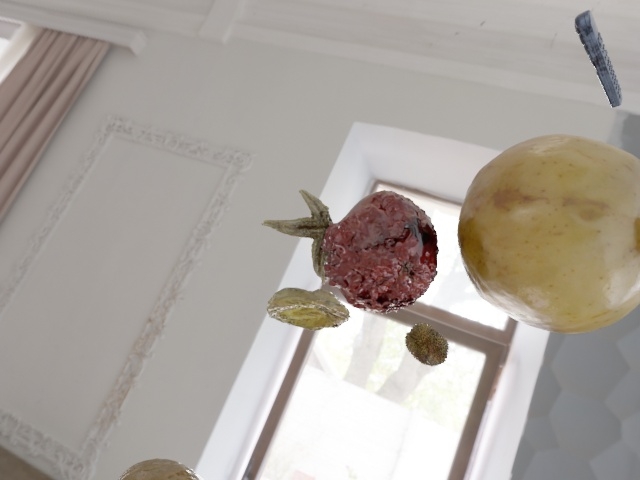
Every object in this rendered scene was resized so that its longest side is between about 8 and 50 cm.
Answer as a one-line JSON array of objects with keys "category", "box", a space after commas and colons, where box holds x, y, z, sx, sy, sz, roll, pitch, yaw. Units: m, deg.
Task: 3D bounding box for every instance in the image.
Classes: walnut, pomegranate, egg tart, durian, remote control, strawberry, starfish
[{"category": "walnut", "box": [-0.338, 0.579, 1.062, 0.228, 0.228, 0.228, 22, -16, 7]}, {"category": "pomegranate", "box": [0.468, -0.014, 0.931, 0.410, 0.410, 0.410, 22, -16, 7]}, {"category": "egg tart", "box": [-0.032, 0.183, 1.416, 0.252, 0.098, 0.232, -1, -26, 17]}, {"category": "durian", "box": [0.359, 0.355, 1.685, 0.158, 0.137, 0.168, 25, 10, -6]}, {"category": "remote control", "box": [0.420, -0.273, 0.751, 0.027, 0.043, 0.152, -22, -62, 36]}, {"category": "strawberry", "box": [0.142, 0.027, 1.027, 0.274, 0.274, 0.220, 35, -13, -34]}, {"category": "starfish", "box": [-0.001, 0.001, 1.149, 0.247, 0.138, 0.050, 46, -8, -11]}]
